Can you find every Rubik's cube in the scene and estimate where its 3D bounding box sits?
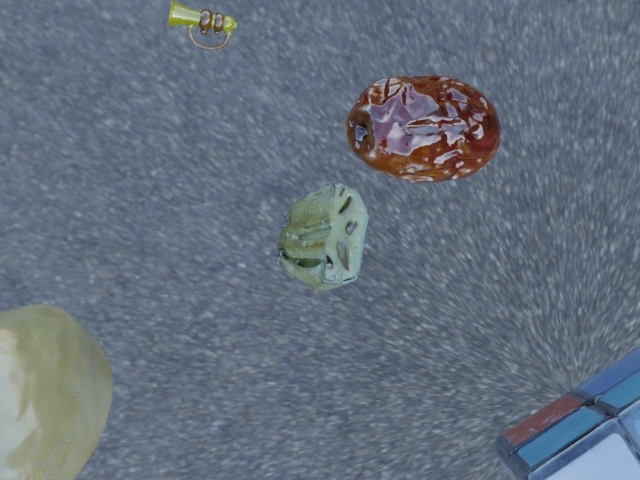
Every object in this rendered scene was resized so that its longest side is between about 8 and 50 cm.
[{"bbox_3d":[0.484,0.366,1.691,0.318,0.316,0.313,-34,89,-1],"label":"Rubik's cube"}]

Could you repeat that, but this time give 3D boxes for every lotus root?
[{"bbox_3d":[0.003,-0.001,1.539,0.144,0.070,0.143,-2,76,58],"label":"lotus root"}]

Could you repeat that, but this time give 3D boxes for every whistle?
[{"bbox_3d":[-0.187,-0.337,1.792,0.109,0.046,0.057,15,78,-10],"label":"whistle"}]

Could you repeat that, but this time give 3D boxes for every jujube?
[{"bbox_3d":[0.162,-0.174,1.789,0.250,0.174,0.174,-7,78,-30],"label":"jujube"}]

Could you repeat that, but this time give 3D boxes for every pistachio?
[{"bbox_3d":[-0.309,0.174,1.144,0.181,0.293,0.162,23,125,-10],"label":"pistachio"}]
